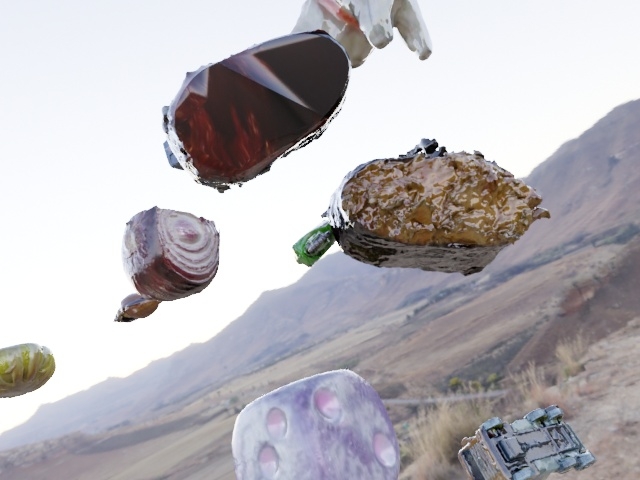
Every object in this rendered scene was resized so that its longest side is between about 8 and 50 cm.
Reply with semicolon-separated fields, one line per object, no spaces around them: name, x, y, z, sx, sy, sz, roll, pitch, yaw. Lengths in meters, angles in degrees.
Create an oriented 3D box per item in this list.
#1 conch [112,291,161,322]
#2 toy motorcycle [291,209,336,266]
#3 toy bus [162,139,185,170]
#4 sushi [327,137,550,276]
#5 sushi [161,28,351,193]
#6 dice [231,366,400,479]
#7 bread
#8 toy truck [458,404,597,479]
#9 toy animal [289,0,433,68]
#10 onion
conch;-0.528;0.185;1.472;0.233;0.086;0.080;-26;-38;36
toy motorcycle;0.000;0.000;0.977;0.106;0.074;0.190;-42;1;22
toy bus;-0.186;-0.175;0.828;0.166;0.065;0.047;-26;-15;28
sushi;0.188;-0.070;0.895;0.349;0.234;0.207;1;-21;-13
sushi;-0.071;-0.155;0.592;0.225;0.136;0.126;-35;12;-10
dice;-0.010;0.457;1.111;0.270;0.271;0.270;6;-37;-47
bread;-0.770;0.334;1.265;0.214;0.104;0.213;-20;-19;-7
toy truck;0.359;0.380;0.889;0.257;0.108;0.140;2;-47;-31
toy animal;-0.005;-0.375;0.723;0.188;0.265;0.308;-4;10;41
onion;-0.361;0.047;1.182;0.206;0.206;0.216;-24;-25;33
